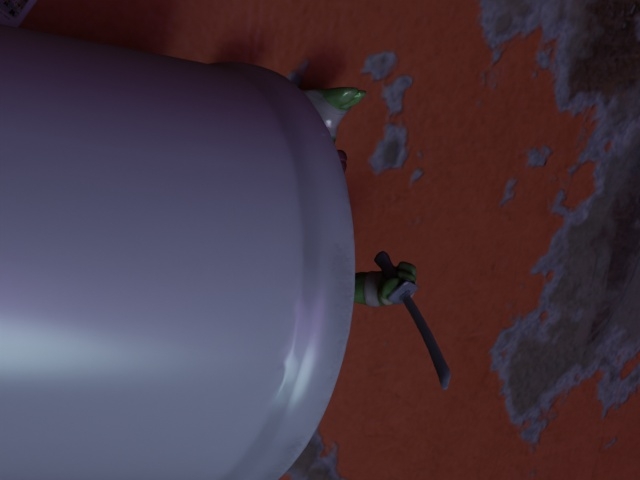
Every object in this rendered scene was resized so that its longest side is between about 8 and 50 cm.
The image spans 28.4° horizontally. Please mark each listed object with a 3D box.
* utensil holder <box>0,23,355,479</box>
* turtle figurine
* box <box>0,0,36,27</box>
[{"bbox_3d":[-0.223,0.011,0.841,0.385,0.327,0.328,8,108,-36],"label":"utensil holder"},{"bbox_3d":[0.000,0.000,1.077,0.197,0.274,0.266,-1,92,-10],"label":"turtle figurine"},{"bbox_3d":[-0.289,-0.212,0.876,0.207,0.036,0.114,37,88,-43],"label":"box"}]
